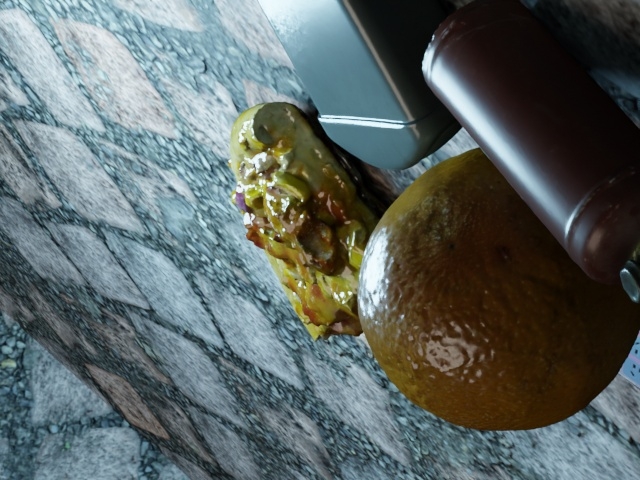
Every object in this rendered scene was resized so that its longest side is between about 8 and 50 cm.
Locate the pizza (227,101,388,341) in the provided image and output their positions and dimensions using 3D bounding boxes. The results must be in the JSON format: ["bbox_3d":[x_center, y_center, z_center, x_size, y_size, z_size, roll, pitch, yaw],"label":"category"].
[{"bbox_3d":[0.000,0.000,2.009,0.278,0.114,0.409,41,162,29],"label":"pizza"}]

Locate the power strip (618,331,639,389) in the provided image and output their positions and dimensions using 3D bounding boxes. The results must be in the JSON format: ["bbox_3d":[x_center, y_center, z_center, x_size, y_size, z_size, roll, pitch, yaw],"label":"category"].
[{"bbox_3d":[0.347,0.130,1.663,0.279,0.037,0.109,37,157,24],"label":"power strip"}]

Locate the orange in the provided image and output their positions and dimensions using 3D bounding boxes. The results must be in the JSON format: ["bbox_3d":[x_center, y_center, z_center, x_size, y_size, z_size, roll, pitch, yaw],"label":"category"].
[{"bbox_3d":[0.161,0.041,1.547,0.264,0.264,0.264,39,159,19],"label":"orange"}]

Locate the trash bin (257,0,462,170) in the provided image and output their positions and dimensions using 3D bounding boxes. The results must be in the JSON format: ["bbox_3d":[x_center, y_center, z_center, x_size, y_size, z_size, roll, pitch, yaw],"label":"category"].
[{"bbox_3d":[0.042,-0.177,1.599,0.176,0.101,0.236,13,139,59],"label":"trash bin"}]

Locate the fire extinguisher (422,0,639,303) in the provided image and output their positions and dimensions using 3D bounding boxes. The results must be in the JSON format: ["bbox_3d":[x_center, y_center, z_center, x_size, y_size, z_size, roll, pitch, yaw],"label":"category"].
[{"bbox_3d":[0.206,-0.039,1.380,0.337,0.106,0.147,56,168,37],"label":"fire extinguisher"}]
